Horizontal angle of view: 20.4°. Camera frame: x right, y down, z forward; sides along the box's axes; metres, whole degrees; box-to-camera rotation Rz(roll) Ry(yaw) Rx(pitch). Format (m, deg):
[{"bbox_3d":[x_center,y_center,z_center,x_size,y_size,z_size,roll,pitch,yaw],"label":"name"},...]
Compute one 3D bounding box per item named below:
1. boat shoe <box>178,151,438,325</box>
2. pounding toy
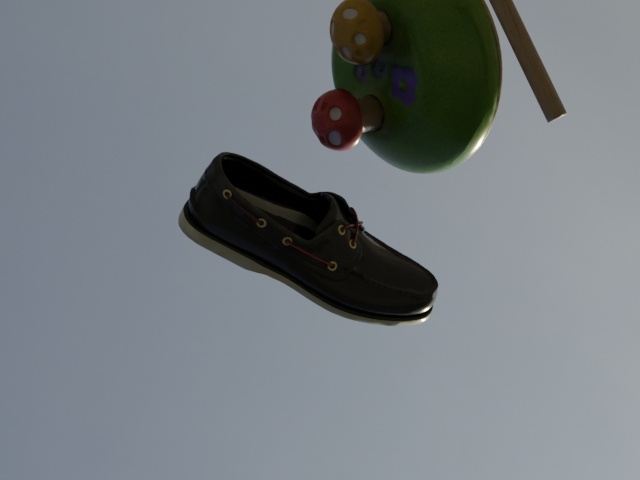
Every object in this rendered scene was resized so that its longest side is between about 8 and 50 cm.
[{"bbox_3d":[0.000,0.001,0.846,0.133,0.042,0.049,25,-149,-13],"label":"boat shoe"},{"bbox_3d":[0.062,-0.143,1.427,0.110,0.237,0.182,-13,-93,-38],"label":"pounding toy"}]
